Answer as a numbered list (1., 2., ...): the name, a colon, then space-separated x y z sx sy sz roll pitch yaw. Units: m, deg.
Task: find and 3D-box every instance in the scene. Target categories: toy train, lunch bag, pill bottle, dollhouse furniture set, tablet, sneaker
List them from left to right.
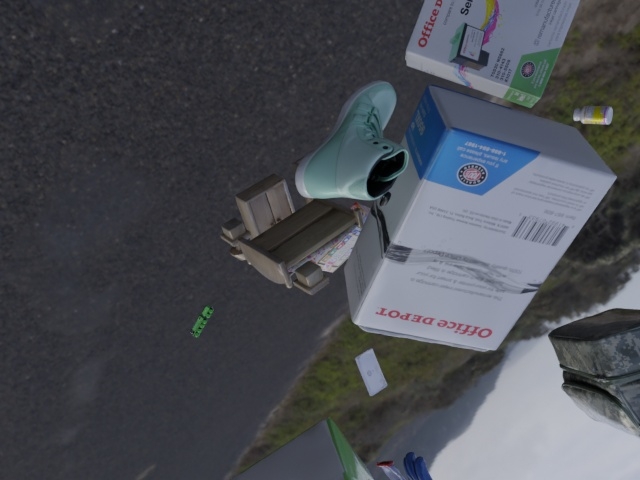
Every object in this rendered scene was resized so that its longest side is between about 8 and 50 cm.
1. toy train: -0.271 0.184 1.493 0.083 0.023 0.017 -58 -178 11
2. dollhouse furniture set: 0.000 0.000 1.295 0.303 0.355 0.174 -34 128 -24
3. tablet: 0.102 0.264 1.314 0.054 0.083 0.006 -20 176 -43
4. sneaker: 0.090 -0.149 0.999 0.256 0.151 0.094 -55 138 -28
5. pill bottle: 0.665 -0.307 1.596 0.043 0.083 0.043 -16 111 -50
6. lunch bag: 0.667 0.299 1.431 0.212 0.256 0.305 -18 177 -5

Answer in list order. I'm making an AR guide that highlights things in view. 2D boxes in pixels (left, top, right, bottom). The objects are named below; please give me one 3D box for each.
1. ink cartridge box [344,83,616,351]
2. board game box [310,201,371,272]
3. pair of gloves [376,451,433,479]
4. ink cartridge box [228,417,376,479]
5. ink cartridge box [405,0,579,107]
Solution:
1. ink cartridge box: 0.239 -0.020 1.097 0.285 0.166 0.395 13 125 -15
2. board game box: 0.058 -0.003 1.610 0.193 0.045 0.147 -44 159 13
3. pair of gloves: 0.140 0.353 0.854 0.023 0.159 0.198 -30 168 -22
4. ink cartridge box: 0.023 0.384 0.671 0.207 0.353 0.119 -33 -158 0
5. ink cartridge box: 0.328 -0.409 1.288 0.117 0.278 0.201 -16 127 -81
